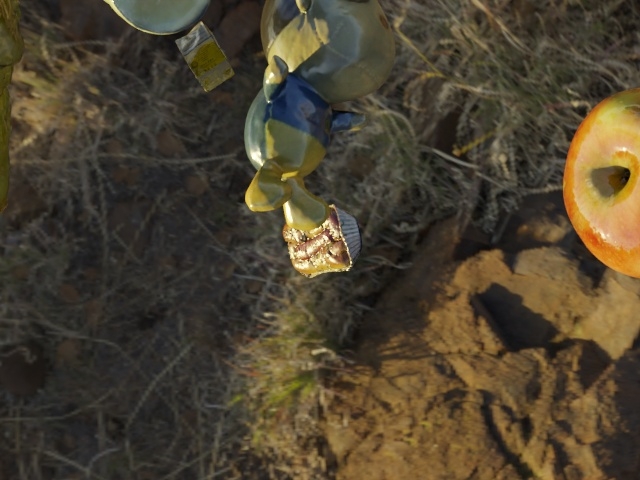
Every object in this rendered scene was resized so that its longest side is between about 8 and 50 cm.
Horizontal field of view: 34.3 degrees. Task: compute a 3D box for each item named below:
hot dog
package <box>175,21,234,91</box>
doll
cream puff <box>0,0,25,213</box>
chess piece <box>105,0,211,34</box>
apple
[{"bbox_3d":[0.000,0.000,1.590,0.191,0.059,0.108,-13,89,60],"label":"hot dog"},{"bbox_3d":[-0.224,-0.355,1.997,0.071,0.047,0.131,-31,56,4],"label":"package"},{"bbox_3d":[-0.001,-0.098,0.626,0.088,0.102,0.179,-3,76,30],"label":"doll"},{"bbox_3d":[-0.293,-0.105,0.502,0.323,0.274,0.270,28,111,51],"label":"cream puff"},{"bbox_3d":[-0.312,-0.458,1.783,0.182,0.182,0.330,-65,27,5],"label":"chess piece"},{"bbox_3d":[0.287,-0.050,0.881,0.163,0.139,0.163,-10,77,50],"label":"apple"}]
